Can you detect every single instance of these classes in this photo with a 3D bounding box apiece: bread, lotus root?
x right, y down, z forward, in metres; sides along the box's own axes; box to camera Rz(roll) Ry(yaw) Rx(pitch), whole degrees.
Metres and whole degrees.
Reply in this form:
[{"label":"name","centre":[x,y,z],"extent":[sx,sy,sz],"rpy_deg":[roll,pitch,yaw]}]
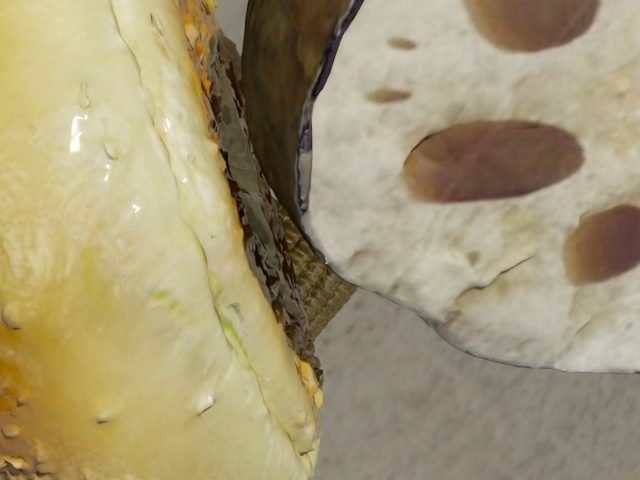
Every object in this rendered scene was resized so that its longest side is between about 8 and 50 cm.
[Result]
[{"label":"bread","centre":[-0.100,-0.017,0.722],"extent":[0.158,0.305,0.306],"rpy_deg":[-20,105,7]},{"label":"lotus root","centre":[0.099,-0.089,0.635],"extent":[0.272,0.192,0.272],"rpy_deg":[-8,120,-14]}]

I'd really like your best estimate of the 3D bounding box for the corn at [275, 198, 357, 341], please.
[{"label":"corn","centre":[0.000,0.000,0.955],"extent":[0.068,0.068,0.207],"rpy_deg":[37,83,3]}]
